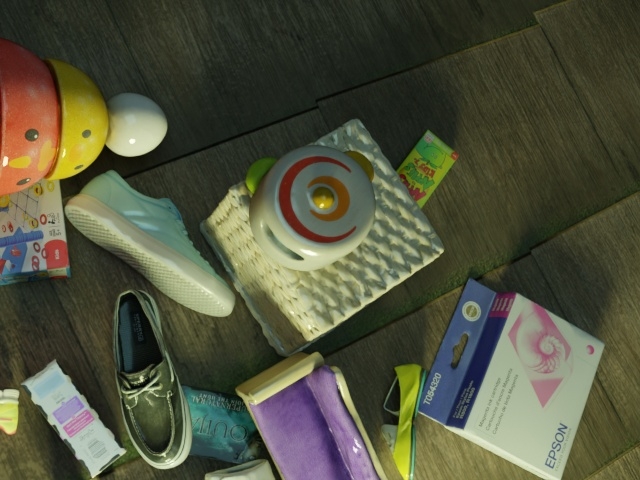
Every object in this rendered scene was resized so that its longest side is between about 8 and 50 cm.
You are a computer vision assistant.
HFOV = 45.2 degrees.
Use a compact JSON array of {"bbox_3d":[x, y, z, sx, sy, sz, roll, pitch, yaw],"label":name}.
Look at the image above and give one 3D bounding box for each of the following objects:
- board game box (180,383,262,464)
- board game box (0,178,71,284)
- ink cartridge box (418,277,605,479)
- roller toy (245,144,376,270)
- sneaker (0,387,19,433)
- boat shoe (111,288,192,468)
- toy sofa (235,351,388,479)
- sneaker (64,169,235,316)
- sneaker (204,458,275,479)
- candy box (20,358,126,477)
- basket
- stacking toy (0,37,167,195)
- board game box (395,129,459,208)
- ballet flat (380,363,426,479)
[{"bbox_3d":[-0.199,0.350,1.457,0.186,0.026,0.126,14,73,-12],"label":"board game box"},{"bbox_3d":[-0.631,-0.070,1.408,0.302,0.086,0.308,-7,79,-18],"label":"board game box"},{"bbox_3d":[0.409,0.287,1.626,0.330,0.071,0.324,29,71,-9],"label":"ink cartridge box"},{"bbox_3d":[-0.011,-0.053,1.266,0.209,0.146,0.191,-1,77,-18],"label":"roller toy"},{"bbox_3d":[-0.621,0.317,1.316,0.209,0.081,0.094,-10,82,-19],"label":"sneaker"},{"bbox_3d":[-0.323,0.247,1.387,0.121,0.119,0.335,-19,76,-2],"label":"boat shoe"},{"bbox_3d":[0.001,0.392,1.386,0.150,0.177,0.362,-27,99,-20],"label":"toy sofa"},{"bbox_3d":[-0.293,-0.005,1.467,0.366,0.135,0.150,39,59,-11],"label":"sneaker"},{"bbox_3d":[-0.197,0.503,1.369,0.293,0.108,0.169,-24,93,-30],"label":"sneaker"},{"bbox_3d":[-0.424,0.308,1.329,0.070,0.165,0.196,-38,89,-21],"label":"candy box"},{"bbox_3d":[0.000,0.000,1.478,0.328,0.266,0.331,-32,88,-22],"label":"basket"},{"bbox_3d":[-0.487,-0.213,1.312,0.480,0.351,0.350,-5,77,-33],"label":"stacking toy"},{"bbox_3d":[0.217,-0.146,1.693,0.092,0.043,0.181,39,69,-4],"label":"board game box"},{"bbox_3d":[0.162,0.359,1.542,0.077,0.077,0.231,8,70,8],"label":"ballet flat"}]
